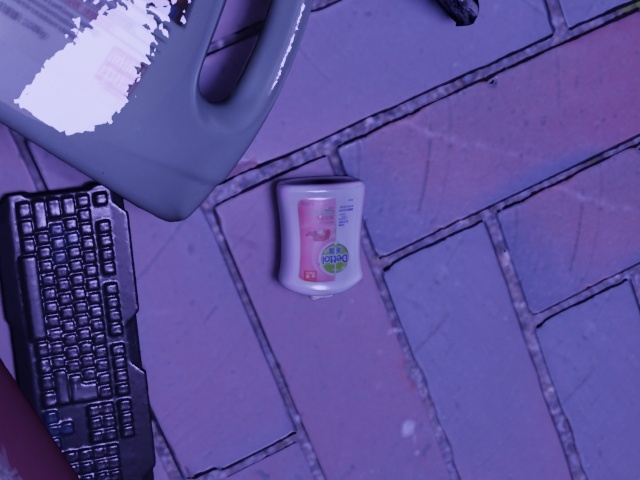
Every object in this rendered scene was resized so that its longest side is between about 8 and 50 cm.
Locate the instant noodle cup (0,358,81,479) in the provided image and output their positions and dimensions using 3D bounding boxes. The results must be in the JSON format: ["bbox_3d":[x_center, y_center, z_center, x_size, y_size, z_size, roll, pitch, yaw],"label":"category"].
[{"bbox_3d":[-0.280,0.187,0.946,0.235,0.235,0.178,-26,100,-11],"label":"instant noodle cup"}]

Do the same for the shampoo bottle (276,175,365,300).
[{"bbox_3d":[0.000,0.000,1.080,0.072,0.043,0.099,-3,103,-17],"label":"shampoo bottle"}]

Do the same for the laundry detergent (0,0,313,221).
[{"bbox_3d":[-0.094,-0.236,0.956,0.264,0.125,0.397,33,89,-21],"label":"laundry detergent"}]

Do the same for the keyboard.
[{"bbox_3d":[-0.189,0.086,1.053,0.106,0.016,0.262,-8,105,-16],"label":"keyboard"}]

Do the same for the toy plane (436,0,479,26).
[{"bbox_3d":[0.047,-0.235,0.935,0.316,0.103,0.204,-27,116,-55],"label":"toy plane"}]
